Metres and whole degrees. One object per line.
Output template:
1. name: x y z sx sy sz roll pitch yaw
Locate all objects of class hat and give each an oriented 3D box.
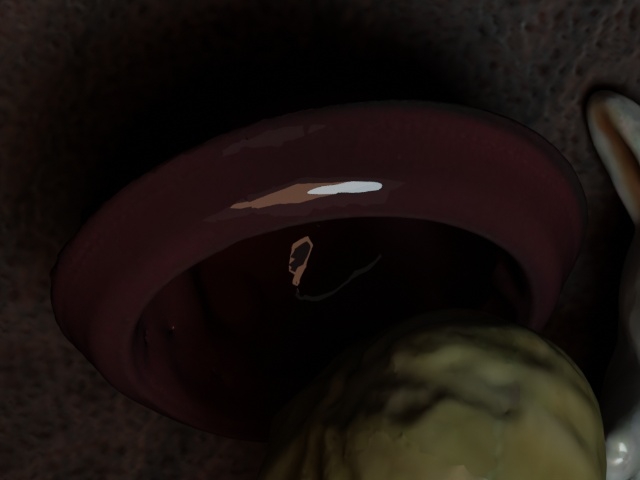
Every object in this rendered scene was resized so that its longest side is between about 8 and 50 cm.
1. hat: 0.000 0.000 0.667 0.206 0.089 0.205 -8 146 -5

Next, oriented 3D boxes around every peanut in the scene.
1. peanut: 0.043 0.124 0.666 0.130 0.130 0.290 -14 145 -2

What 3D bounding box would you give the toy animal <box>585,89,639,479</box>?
1. toy animal: 0.170 0.048 0.711 0.141 0.138 0.282 -1 119 -6
